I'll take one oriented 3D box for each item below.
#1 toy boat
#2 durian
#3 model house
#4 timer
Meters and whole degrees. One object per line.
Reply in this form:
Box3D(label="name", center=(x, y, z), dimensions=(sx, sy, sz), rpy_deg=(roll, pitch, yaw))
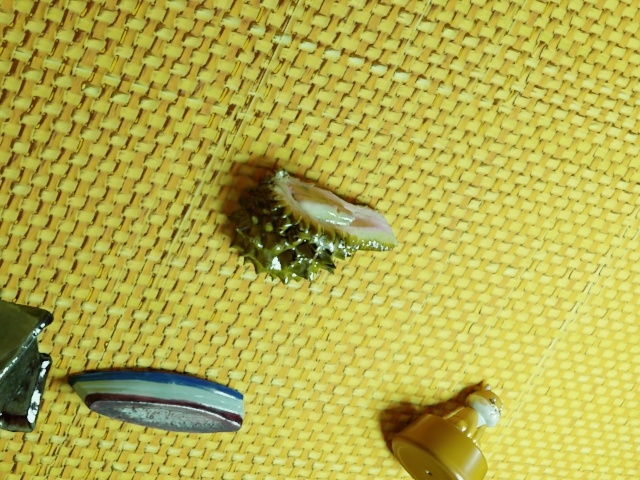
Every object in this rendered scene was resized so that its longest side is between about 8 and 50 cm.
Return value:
Box3D(label="toy boat", center=(-0.190, 0.193, 1.480), dimensions=(0.229, 0.046, 0.080), rpy_deg=(16, 119, -37))
Box3D(label="durian", center=(0.006, 0.001, 1.417), dimensions=(0.224, 0.078, 0.140), rpy_deg=(7, 119, -30))
Box3D(label="model house", center=(-0.369, 0.143, 1.328), dimensions=(0.165, 0.106, 0.152), rpy_deg=(10, 138, 8))
Box3D(label="timer", center=(0.191, 0.258, 1.688), dimensions=(0.152, 0.132, 0.132), rpy_deg=(-45, 135, -22))
